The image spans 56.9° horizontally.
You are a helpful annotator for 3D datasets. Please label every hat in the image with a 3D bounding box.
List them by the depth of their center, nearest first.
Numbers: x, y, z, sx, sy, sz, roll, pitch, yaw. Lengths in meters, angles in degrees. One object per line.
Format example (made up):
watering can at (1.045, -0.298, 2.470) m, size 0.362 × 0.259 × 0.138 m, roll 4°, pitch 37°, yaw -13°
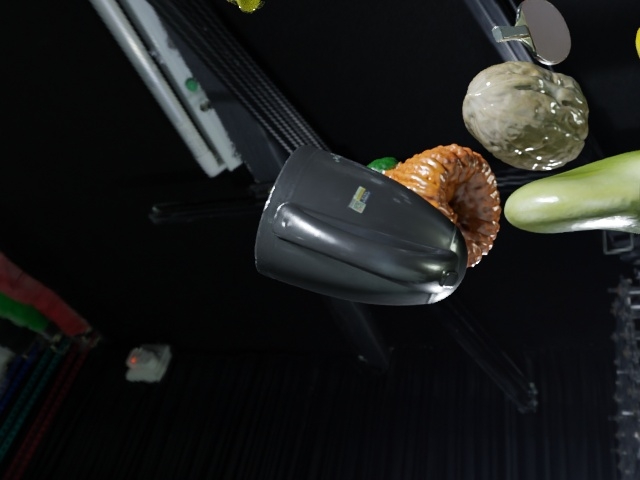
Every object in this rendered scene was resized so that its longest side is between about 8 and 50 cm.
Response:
hat at (0.213, -0.087, 1.430) m, size 0.400 × 0.285 × 0.285 m, roll 11°, pitch -28°, yaw 52°

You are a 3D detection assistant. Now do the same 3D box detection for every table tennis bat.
table tennis bat at (0.393, -0.384, 1.089) m, size 0.019 × 0.220 × 0.130 m, roll -22°, pitch -94°, yaw 55°

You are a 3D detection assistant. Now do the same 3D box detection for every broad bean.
broad bean at (0.406, -0.069, 0.867) m, size 0.263 × 0.189 × 0.121 m, roll -2°, pitch -79°, yaw 13°

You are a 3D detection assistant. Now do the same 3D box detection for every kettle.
kettle at (0.066, 0.005, 0.843) m, size 0.290 × 0.268 × 0.208 m, roll 21°, pitch -79°, yaw 10°

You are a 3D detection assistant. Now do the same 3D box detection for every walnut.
walnut at (0.337, -0.211, 0.987) m, size 0.230 × 0.178 × 0.178 m, roll 11°, pitch -33°, yaw -24°

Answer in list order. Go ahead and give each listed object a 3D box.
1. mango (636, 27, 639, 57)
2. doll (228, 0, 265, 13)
mango at (0.736, -0.309, 1.122) m, size 0.195 × 0.332 × 0.142 m, roll -2°, pitch -33°, yaw 6°
doll at (-0.150, -0.481, 0.997) m, size 0.143 × 0.135 × 0.221 m, roll 40°, pitch 4°, yaw 16°
